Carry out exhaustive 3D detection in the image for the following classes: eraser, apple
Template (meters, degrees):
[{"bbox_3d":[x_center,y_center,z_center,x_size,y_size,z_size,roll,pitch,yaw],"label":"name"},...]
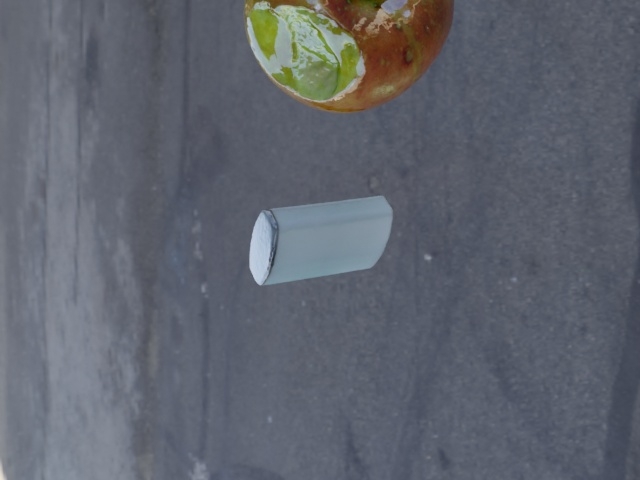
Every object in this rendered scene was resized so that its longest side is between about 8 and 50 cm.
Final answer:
[{"bbox_3d":[0.000,0.000,1.962,0.104,0.290,0.189,57,144,39],"label":"eraser"},{"bbox_3d":[0.038,-0.367,1.454,0.340,0.340,0.339,10,102,59],"label":"apple"}]
